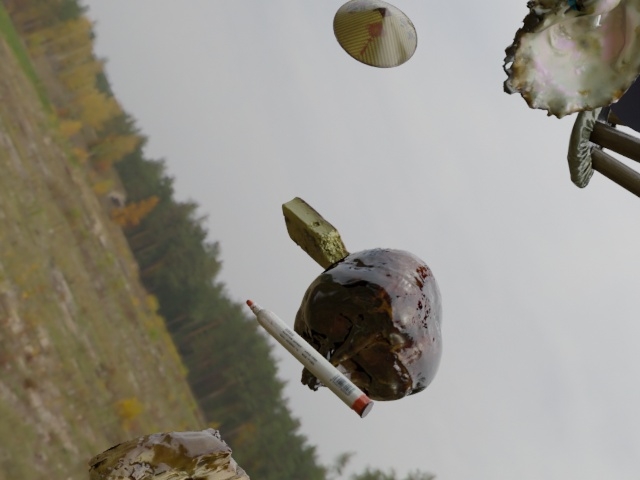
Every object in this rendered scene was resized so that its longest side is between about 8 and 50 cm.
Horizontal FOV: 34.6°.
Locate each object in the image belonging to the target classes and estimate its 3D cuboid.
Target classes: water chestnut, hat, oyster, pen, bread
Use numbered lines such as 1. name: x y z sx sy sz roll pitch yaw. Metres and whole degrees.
1. water chestnut: 0.076 0.144 1.747 0.289 0.244 0.289 -11 -104 47
2. hat: 0.128 -0.467 2.191 0.193 0.193 0.082 63 -27 21
3. oyster: 0.380 -0.297 1.471 0.092 0.198 0.259 -97 -151 -52
4. pen: -0.019 0.139 1.253 0.218 0.026 0.026 39 -20 27
5. bread: -0.299 0.466 2.062 0.277 0.325 0.167 169 -77 -72
6. bread: 0.000 0.000 1.951 0.226 0.049 0.088 41 -31 51

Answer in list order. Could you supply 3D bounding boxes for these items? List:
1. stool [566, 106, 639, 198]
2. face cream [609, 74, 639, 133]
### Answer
1. stool: 0.784 -0.284 2.607 0.226 0.310 0.310 19 -17 25
2. face cream: 0.739 -0.363 2.120 0.249 0.225 0.249 22 -26 11
